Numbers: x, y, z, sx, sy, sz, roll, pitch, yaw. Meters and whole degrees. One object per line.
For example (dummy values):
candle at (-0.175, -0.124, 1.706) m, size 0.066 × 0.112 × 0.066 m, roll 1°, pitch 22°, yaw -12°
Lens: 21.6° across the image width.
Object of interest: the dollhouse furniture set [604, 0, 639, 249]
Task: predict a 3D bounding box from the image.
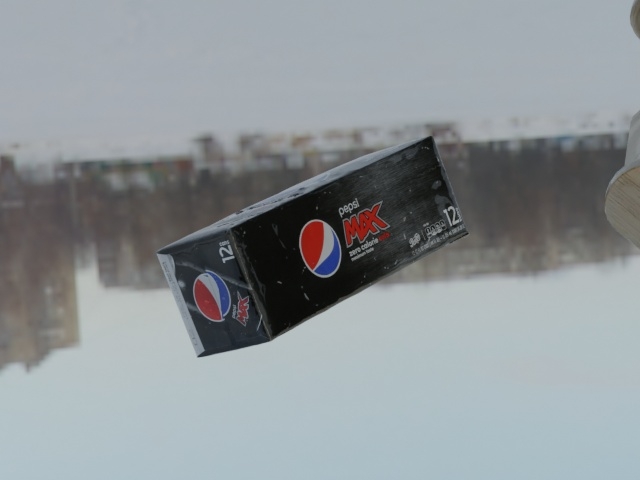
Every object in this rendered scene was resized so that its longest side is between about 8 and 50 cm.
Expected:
dollhouse furniture set at (0.210, -0.128, 0.768) m, size 0.242 × 0.161 × 0.212 m, roll -46°, pitch -168°, yaw 32°

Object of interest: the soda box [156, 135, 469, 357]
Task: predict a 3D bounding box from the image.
soda box at (0.000, 0.000, 0.835) m, size 0.053 × 0.060 × 0.169 m, roll -16°, pitch -173°, yaw 42°
